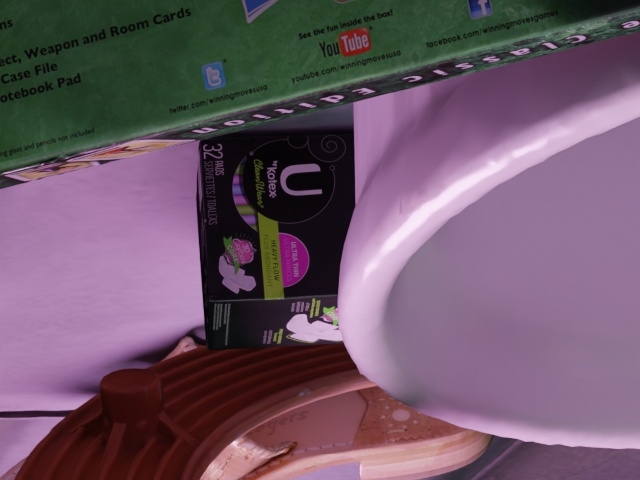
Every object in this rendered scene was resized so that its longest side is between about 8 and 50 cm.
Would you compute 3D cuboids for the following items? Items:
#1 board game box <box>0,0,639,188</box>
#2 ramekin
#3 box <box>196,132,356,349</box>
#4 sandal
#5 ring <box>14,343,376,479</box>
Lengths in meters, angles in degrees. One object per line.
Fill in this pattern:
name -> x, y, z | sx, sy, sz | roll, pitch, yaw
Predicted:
board game box -> 0.034, -0.101, 0.328 | 0.259, 0.136, 0.030 | -12, 180, 16
ramekin -> 0.136, -0.051, 0.469 | 0.277, 0.135, 0.277 | -5, 157, -2
box -> 0.000, 0.000, 0.648 | 0.083, 0.062, 0.052 | -2, 158, -6
sandal -> -0.041, 0.072, 0.827 | 0.240, 0.088, 0.079 | -11, 126, -7
ring -> 0.067, 0.070, 0.600 | 0.336, 0.032, 0.336 | -2, -162, 1
